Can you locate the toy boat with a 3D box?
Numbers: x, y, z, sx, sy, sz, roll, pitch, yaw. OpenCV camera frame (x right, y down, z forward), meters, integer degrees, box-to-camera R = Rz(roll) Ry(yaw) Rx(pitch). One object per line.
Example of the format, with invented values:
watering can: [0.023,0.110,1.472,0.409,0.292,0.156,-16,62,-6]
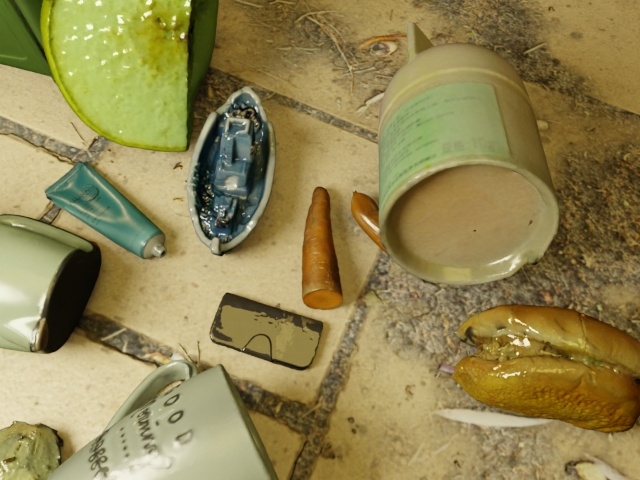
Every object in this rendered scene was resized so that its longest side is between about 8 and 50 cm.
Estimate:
toy boat: [-0.134,-0.111,0.972,0.129,0.142,0.309,9,61,-4]

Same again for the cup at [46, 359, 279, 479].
cup: [-0.194,0.259,0.773,0.234,0.186,0.258,-24,38,-9]

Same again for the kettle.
kettle: [-0.441,0.037,0.862,0.255,0.165,0.240,12,34,0]

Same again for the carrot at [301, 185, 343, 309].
carrot: [0.000,0.000,0.982,0.061,0.061,0.209,1,57,-6]

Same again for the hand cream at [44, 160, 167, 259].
hand cream: [-0.319,-0.042,0.975,0.224,0.048,0.083,33,66,17]

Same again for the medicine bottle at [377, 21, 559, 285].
medicine bottle: [0.204,-0.157,0.967,0.236,0.235,0.406,7,45,-2]

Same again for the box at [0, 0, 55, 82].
box: [-0.462,-0.447,1.059,0.178,0.252,0.328,9,60,9]

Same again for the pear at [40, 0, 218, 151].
pear: [-0.284,-0.351,1.003,0.239,0.342,0.318,6,35,-8]

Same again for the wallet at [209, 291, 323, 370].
wallet: [-0.079,0.131,0.921,0.157,0.018,0.082,18,62,2]

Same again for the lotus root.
lotus root: [-0.384,0.289,0.775,0.143,0.070,0.144,17,62,2]

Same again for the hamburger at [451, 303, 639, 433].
hamburger: [0.334,0.165,0.872,0.283,0.156,0.143,13,61,3]

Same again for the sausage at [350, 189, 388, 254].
sausage: [0.110,-0.010,0.996,0.183,0.054,0.062,39,26,14]
